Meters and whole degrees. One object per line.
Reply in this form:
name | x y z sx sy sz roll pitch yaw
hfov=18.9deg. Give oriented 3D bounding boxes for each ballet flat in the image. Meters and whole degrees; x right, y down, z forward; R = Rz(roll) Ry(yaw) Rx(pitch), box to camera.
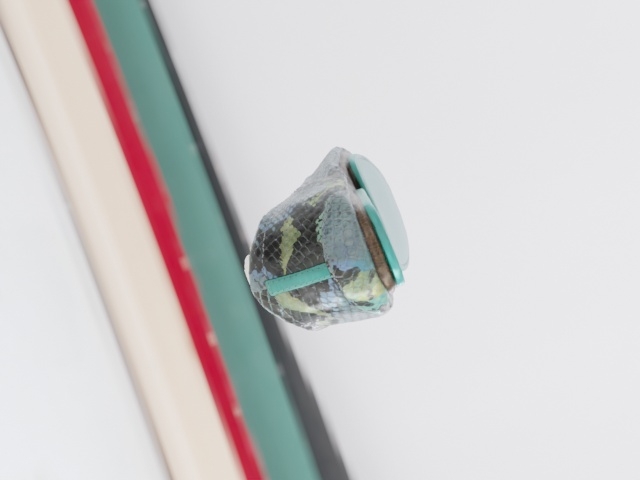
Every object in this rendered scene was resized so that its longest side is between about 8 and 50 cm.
ballet flat | 0.000 0.000 0.793 0.188 0.070 0.070 -34 -77 -85
